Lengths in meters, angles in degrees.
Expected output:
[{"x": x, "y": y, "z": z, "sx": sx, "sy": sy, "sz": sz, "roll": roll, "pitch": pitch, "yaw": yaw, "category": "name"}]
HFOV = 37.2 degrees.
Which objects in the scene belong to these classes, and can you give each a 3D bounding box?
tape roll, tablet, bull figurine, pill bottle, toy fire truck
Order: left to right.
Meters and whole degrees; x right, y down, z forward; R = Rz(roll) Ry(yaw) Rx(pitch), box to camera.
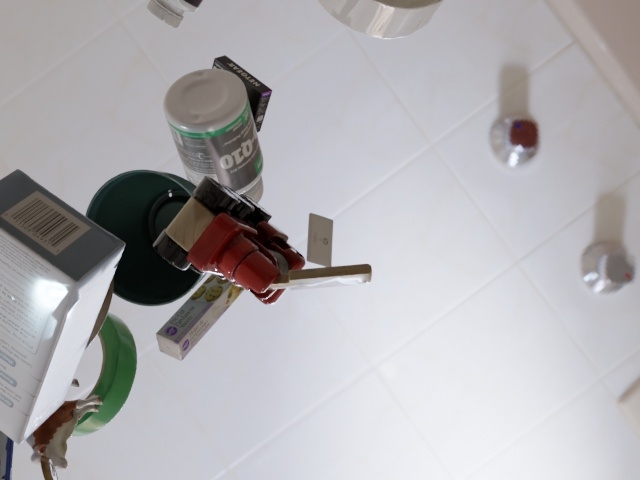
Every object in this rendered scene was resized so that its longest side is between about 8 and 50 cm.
[{"x": -0.614, "y": 0.380, "z": 2.166, "sx": 0.310, "sy": 0.188, "sz": 0.101, "roll": 45, "pitch": 143, "yaw": 35, "category": "bull figurine"}, {"x": -0.604, "y": 0.320, "z": 2.361, "sx": 0.321, "sy": 0.321, "sz": 0.077, "roll": 53, "pitch": -170, "yaw": 34, "category": "tape roll"}, {"x": -0.285, "y": -0.554, "z": 2.023, "sx": 0.108, "sy": 0.193, "sz": 0.108, "roll": 34, "pitch": -165, "yaw": -11, "category": "pill bottle"}, {"x": -0.254, "y": -0.235, "z": 2.376, "sx": 0.204, "sy": 0.204, "sz": 0.361, "roll": 53, "pitch": 165, "yaw": 34, "category": "pill bottle"}, {"x": -0.060, "y": 0.028, "z": 1.272, "sx": 0.246, "sy": 0.158, "sz": 0.217, "roll": 39, "pitch": -176, "yaw": 16, "category": "toy fire truck"}, {"x": 0.000, "y": 0.000, "z": 1.551, "sx": 0.054, "sy": 0.006, "sz": 0.083, "roll": 17, "pitch": -111, "yaw": -39, "category": "tablet"}, {"x": 0.119, "y": -0.550, "z": 1.932, "sx": 0.286, "sy": 0.286, "sz": 0.100, "roll": 54, "pitch": 146, "yaw": 11, "category": "tape roll"}]

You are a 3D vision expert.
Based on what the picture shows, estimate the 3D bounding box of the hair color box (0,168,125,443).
[{"x": -0.427, "y": 0.103, "z": 1.348, "sx": 0.185, "sy": 0.374, "sz": 0.113, "roll": 34, "pitch": -142, "yaw": 5, "category": "hair color box"}]

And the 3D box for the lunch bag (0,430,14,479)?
[{"x": -0.710, "y": 0.492, "z": 1.988, "sx": 0.243, "sy": 0.115, "sz": 0.303, "roll": -18, "pitch": 71, "yaw": 55, "category": "lunch bag"}]

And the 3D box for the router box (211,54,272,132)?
[{"x": -0.216, "y": -0.377, "z": 2.468, "sx": 0.179, "sy": 0.046, "sz": 0.133, "roll": 39, "pitch": 131, "yaw": 21, "category": "router box"}]

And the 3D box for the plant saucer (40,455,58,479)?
[{"x": -0.562, "y": 0.485, "z": 1.980, "sx": 0.083, "sy": 0.015, "sz": 0.083, "roll": 162, "pitch": 90, "yaw": -81, "category": "plant saucer"}]

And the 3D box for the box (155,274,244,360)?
[{"x": -0.253, "y": 0.140, "z": 2.189, "sx": 0.067, "sy": 0.324, "sz": 0.063, "roll": 21, "pitch": 137, "yaw": 23, "category": "box"}]

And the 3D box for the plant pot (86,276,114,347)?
[{"x": -0.606, "y": 0.067, "z": 1.815, "sx": 0.323, "sy": 0.323, "sz": 0.280, "roll": 53, "pitch": -170, "yaw": 32, "category": "plant pot"}]

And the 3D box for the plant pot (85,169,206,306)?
[{"x": -0.343, "y": -0.018, "z": 2.096, "sx": 0.293, "sy": 0.293, "sz": 0.196, "roll": 54, "pitch": -162, "yaw": 2, "category": "plant pot"}]
